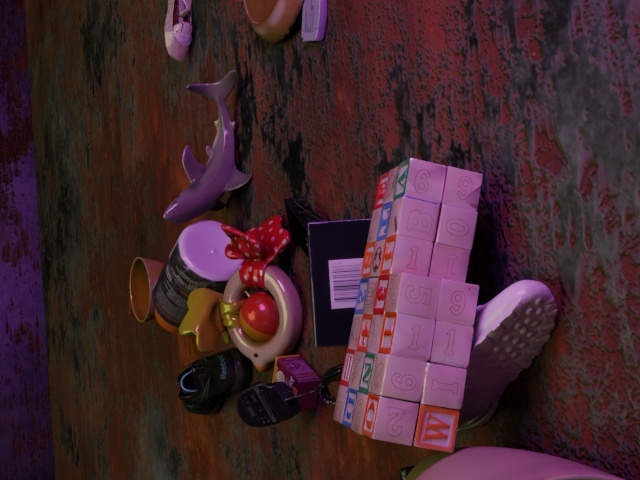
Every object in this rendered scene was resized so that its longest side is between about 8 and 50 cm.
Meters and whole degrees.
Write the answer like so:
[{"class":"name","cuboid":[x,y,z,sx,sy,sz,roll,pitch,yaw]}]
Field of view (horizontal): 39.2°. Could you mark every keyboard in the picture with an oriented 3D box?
[{"class":"keyboard","cuboid":[0.000,0.000,1.351,0.192,0.038,0.100,52,158,45]}]

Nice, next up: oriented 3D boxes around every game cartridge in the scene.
[{"class":"game cartridge","cuboid":[-0.009,-0.341,1.350,0.056,0.017,0.083,-159,70,-63]}]

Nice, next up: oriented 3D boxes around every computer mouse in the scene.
[{"class":"computer mouse","cuboid":[-0.030,0.224,1.334,0.242,0.041,0.071,-22,97,33]}]

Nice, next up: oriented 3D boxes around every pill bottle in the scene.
[{"class":"pill bottle","cuboid":[-0.233,0.080,1.659,0.245,0.130,0.130,-53,47,48]}]

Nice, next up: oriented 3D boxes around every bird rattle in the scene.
[{"class":"bird rattle","cuboid":[-0.101,0.095,1.473,0.207,0.143,0.253,48,115,23]}]

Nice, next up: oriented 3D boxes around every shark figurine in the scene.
[{"class":"shark figurine","cuboid":[-0.169,-0.148,1.599,0.116,0.166,0.278,10,82,35]}]

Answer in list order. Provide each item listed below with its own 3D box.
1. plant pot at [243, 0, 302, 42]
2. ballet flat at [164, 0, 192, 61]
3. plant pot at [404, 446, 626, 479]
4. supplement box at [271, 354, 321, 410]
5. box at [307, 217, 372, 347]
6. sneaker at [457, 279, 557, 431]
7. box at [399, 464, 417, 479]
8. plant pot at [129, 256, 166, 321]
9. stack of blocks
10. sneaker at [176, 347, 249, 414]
[{"class":"plant pot","cuboid":[-0.079,-0.436,1.436,0.236,0.032,0.236,-1,88,64]},{"class":"ballet flat","cuboid":[-0.280,-0.443,1.793,0.052,0.057,0.168,0,92,51]},{"class":"plant pot","cuboid":[0.174,0.301,0.861,0.274,0.256,0.256,-156,66,-76]},{"class":"supplement box","cuboid":[-0.038,0.222,1.406,0.083,0.043,0.055,37,122,53]},{"class":"box","cuboid":[0.032,0.056,1.161,0.158,0.093,0.156,91,176,-87]},{"class":"sneaker","cuboid":[0.172,0.114,0.987,0.095,0.090,0.235,-105,32,-42]},{"class":"box","cuboid":[0.143,0.274,1.059,0.083,0.067,0.018,-21,75,61]},{"class":"plant pot","cuboid":[-0.332,0.100,1.874,0.134,0.095,0.134,6,97,60]},{"class":"stack of blocks","cuboid":[0.101,0.067,0.986,0.171,0.087,0.297,158,124,-77]},{"class":"sneaker","cuboid":[-0.225,0.264,1.685,0.267,0.106,0.101,-47,53,54]}]
